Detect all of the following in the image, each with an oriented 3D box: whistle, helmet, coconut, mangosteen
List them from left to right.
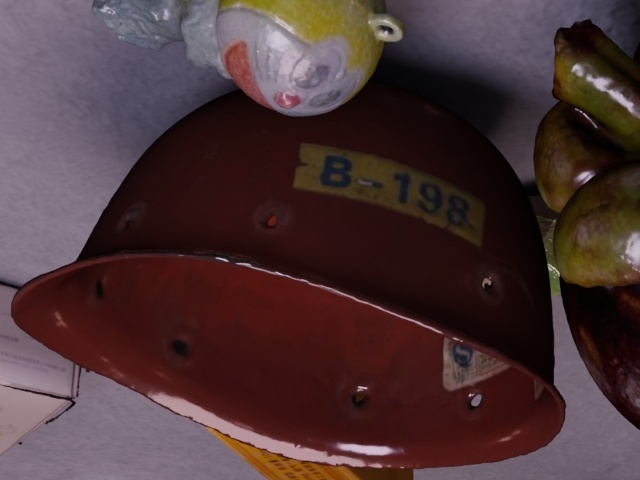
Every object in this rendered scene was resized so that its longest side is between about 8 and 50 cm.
[{"bbox_3d":[-0.050,-0.136,1.254,0.223,0.122,0.123,5,155,26],"label":"whistle"},{"bbox_3d":[0.000,0.000,1.368,0.385,0.230,0.337,17,157,-6],"label":"helmet"},{"bbox_3d":[0.179,0.005,1.522,0.082,0.083,0.081,32,177,45],"label":"coconut"},{"bbox_3d":[0.277,-0.014,1.271,0.307,0.307,0.347,-25,125,40],"label":"mangosteen"}]

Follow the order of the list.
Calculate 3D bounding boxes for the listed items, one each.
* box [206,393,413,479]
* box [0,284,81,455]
[{"bbox_3d":[-0.003,0.129,1.656,0.076,0.174,0.274,-10,149,22],"label":"box"},{"bbox_3d":[-0.363,0.106,1.708,0.252,0.106,0.203,17,149,-27],"label":"box"}]
